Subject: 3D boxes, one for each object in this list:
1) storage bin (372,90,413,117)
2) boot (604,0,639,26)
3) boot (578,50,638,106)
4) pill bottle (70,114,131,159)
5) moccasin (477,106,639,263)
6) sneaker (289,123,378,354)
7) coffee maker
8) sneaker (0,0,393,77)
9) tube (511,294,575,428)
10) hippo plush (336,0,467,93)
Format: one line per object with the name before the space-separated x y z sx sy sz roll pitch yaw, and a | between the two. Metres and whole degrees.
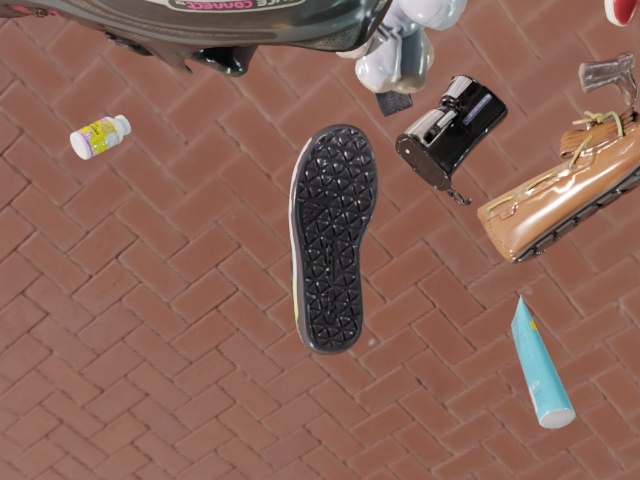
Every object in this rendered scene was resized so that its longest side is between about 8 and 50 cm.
storage bin | 0.167 -0.424 1.712 0.084 0.122 0.180 -18 133 14
boot | 0.751 -0.609 1.505 0.088 0.176 0.244 2 107 -26
boot | 0.520 -0.281 1.212 0.114 0.037 0.106 -20 108 -16
pill bottle | -0.328 -0.158 0.999 0.043 0.083 0.043 31 141 29
moccasin | 0.404 -0.121 1.004 0.380 0.139 0.147 -43 69 34
sneaker | 0.000 0.000 0.671 0.084 0.097 0.234 4 99 -13
coffee maker | 0.252 -0.186 1.220 0.178 0.120 0.171 -45 110 -12
sneaker | -0.143 -0.198 0.479 0.202 0.483 0.185 36 84 -44
tube | 0.333 0.188 1.035 0.052 0.207 0.080 0 134 -7
hippo plush | 0.179 -0.414 1.178 0.234 0.294 0.236 33 144 -30
